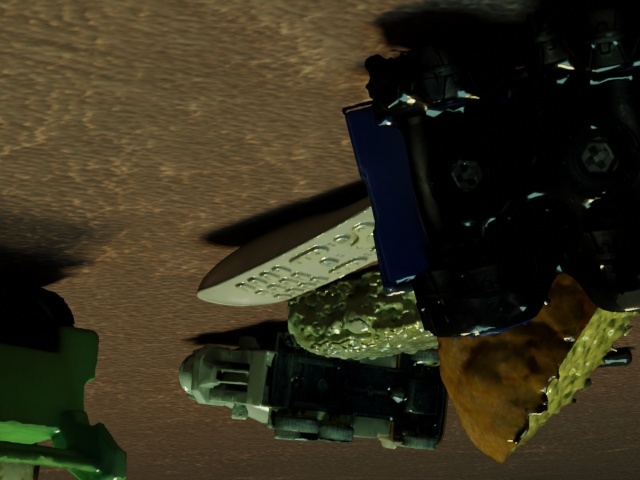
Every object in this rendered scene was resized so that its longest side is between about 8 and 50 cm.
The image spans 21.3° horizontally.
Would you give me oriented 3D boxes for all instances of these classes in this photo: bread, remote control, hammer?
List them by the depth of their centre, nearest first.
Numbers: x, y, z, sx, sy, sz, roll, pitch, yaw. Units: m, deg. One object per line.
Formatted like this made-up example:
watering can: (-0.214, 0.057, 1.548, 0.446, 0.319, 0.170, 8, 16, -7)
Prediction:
bread: (0.158, 0.013, 1.135, 0.260, 0.134, 0.129, -53, 163, 19)
remote control: (0.000, 0.000, 1.228, 0.229, 0.044, 0.073, -28, 149, 37)
bread: (0.089, 0.060, 1.443, 0.232, 0.064, 0.172, -6, 167, -3)
hammer: (0.221, 0.145, 1.886, 0.246, 0.029, 0.103, -7, 165, 0)

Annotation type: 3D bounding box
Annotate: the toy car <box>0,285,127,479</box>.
toy car: (-0.323, 0.118, 1.298, 0.359, 0.176, 0.213, -15, 162, 34)

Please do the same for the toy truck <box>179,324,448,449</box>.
toy truck: (-0.001, 0.142, 1.656, 0.257, 0.108, 0.140, 11, 171, -42)

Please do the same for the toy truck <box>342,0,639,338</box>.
toy truck: (0.129, -0.043, 0.939, 0.213, 0.161, 0.177, -11, -176, 19)

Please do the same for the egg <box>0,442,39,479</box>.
egg: (-0.367, 0.228, 1.715, 0.169, 0.169, 0.231, -10, 173, 19)
